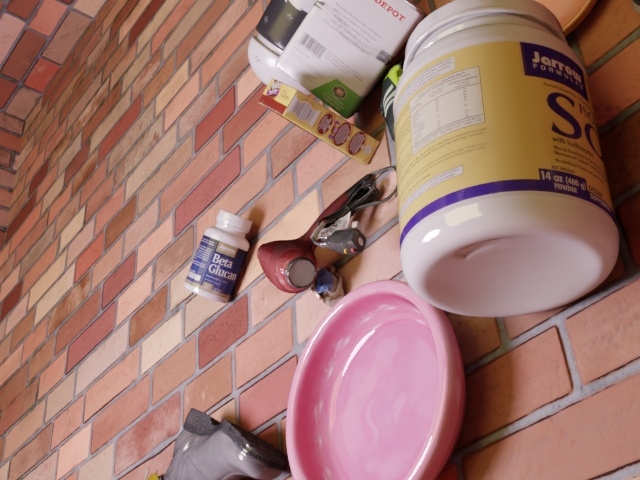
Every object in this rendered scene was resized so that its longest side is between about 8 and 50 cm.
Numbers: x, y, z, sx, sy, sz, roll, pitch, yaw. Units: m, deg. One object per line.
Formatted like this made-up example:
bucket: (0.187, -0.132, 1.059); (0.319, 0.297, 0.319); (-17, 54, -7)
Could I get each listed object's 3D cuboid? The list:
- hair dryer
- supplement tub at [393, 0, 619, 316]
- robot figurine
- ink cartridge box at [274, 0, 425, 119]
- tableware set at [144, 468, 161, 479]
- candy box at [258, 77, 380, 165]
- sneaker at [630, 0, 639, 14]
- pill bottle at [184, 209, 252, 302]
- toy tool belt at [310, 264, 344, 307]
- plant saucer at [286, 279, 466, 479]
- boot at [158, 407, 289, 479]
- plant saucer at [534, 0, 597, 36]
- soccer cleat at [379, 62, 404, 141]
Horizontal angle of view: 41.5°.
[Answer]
hair dryer: (0.000, 0.000, 1.381); (0.294, 0.080, 0.223); (-21, 22, 37)
supplement tub: (0.208, -0.101, 1.005); (0.241, 0.241, 0.331); (-32, 47, 43)
robot figurine: (-0.019, -0.406, 1.591); (0.278, 0.174, 0.209); (-58, 10, 15)
ink cartridge box: (0.053, -0.345, 1.444); (0.219, 0.160, 0.092); (-53, -2, 21)
tableware set: (-0.307, 0.505, 1.607); (0.154, 0.024, 0.104); (7, 80, 56)
candy box: (-0.001, -0.199, 1.421); (0.053, 0.187, 0.109); (-61, 32, 6)
sneaker: (0.400, -0.290, 0.892); (0.321, 0.180, 0.124); (35, 101, 57)
pill bottle: (-0.196, 0.030, 1.656); (0.094, 0.094, 0.169); (19, 87, 58)
toy tool belt: (0.007, 0.068, 1.375); (0.052, 0.051, 0.083); (-46, 38, 31)
plant saucer: (0.080, 0.220, 1.148); (0.332, 0.084, 0.332); (-32, 48, 43)
boot: (-0.183, 0.405, 1.359); (0.222, 0.118, 0.338); (-60, 18, -18)
plant saucer: (0.312, -0.349, 1.175); (0.200, 0.037, 0.200); (-23, 57, 41)
soccer cleat: (0.127, -0.210, 1.369); (0.072, 0.060, 0.179); (-48, 30, 44)
